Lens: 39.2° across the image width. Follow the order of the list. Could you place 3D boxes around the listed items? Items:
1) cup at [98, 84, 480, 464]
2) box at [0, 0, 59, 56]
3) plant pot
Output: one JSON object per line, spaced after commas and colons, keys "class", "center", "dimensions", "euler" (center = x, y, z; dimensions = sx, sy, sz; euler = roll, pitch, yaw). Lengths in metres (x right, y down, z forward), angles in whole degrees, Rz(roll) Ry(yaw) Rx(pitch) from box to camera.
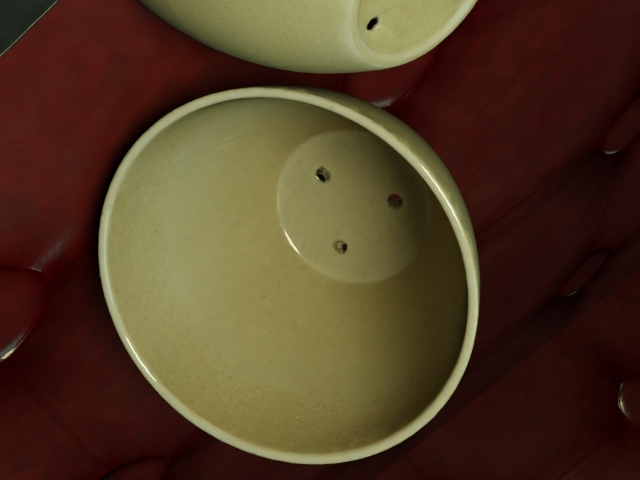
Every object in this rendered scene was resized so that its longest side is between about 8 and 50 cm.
{"class": "cup", "center": [0.000, 0.000, 0.834], "dimensions": [0.331, 0.331, 0.237], "euler": [-59, 174, 28]}
{"class": "box", "center": [-0.190, -0.188, 0.421], "dimensions": [0.261, 0.184, 0.103], "euler": [-44, 149, 1]}
{"class": "plant pot", "center": [0.012, -0.226, 0.618], "dimensions": [0.284, 0.191, 0.284], "euler": [-30, 149, -21]}
